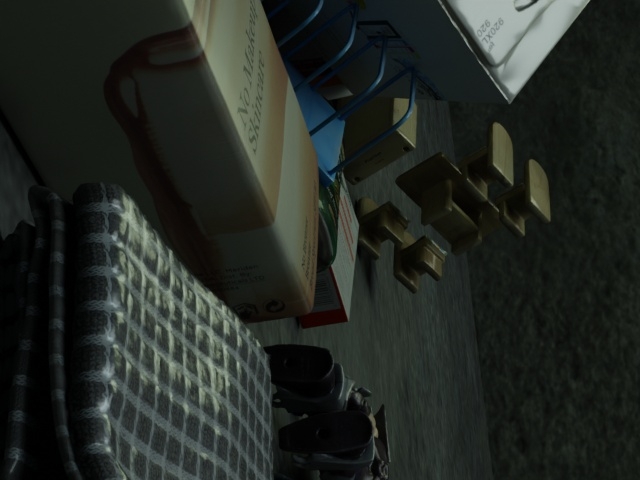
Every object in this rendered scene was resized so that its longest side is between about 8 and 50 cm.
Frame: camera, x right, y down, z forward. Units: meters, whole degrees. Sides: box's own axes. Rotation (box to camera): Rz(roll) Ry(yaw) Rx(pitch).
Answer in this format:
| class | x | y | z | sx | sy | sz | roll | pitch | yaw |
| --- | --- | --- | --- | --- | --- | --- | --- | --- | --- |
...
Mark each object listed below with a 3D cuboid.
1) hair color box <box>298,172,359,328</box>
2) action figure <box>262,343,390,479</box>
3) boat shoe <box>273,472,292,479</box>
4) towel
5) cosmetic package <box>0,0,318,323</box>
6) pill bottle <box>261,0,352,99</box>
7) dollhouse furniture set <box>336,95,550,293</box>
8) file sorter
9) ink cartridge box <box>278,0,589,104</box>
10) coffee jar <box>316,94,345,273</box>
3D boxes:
| class | x | y | z | sx | sy | sz | roll | pitch | yaw |
| --- | --- | --- | --- | --- | --- | --- | --- | --- | --- |
| hair color box | 0.000 | 0.000 | 1.497 | 0.167 | 0.053 | 0.093 | -80 | 157 | -54 |
| action figure | 0.012 | 0.189 | 1.329 | 0.285 | 0.099 | 0.185 | 69 | 9 | -60 |
| boat shoe | -0.042 | 0.225 | 0.968 | 0.254 | 0.095 | 0.079 | -49 | 152 | -77 |
| towel | -0.096 | 0.127 | 0.762 | 0.284 | 0.121 | 0.235 | 62 | 21 | -58 |
| cosmetic package | -0.097 | -0.090 | 0.891 | 0.296 | 0.129 | 0.153 | 67 | 19 | -49 |
| pill bottle | -0.004 | -0.259 | 1.495 | 0.121 | 0.121 | 0.221 | -63 | 143 | -71 |
| dollhouse furniture set | 0.132 | -0.095 | 1.840 | 0.242 | 0.212 | 0.161 | 42 | 34 | -29 |
| file sorter | -0.009 | -0.158 | 1.276 | 0.170 | 0.104 | 0.118 | 45 | 25 | -19 |
| ink cartridge box | 0.102 | -0.244 | 1.352 | 0.171 | 0.232 | 0.168 | -53 | 122 | -19 |
| coffee jar | -0.021 | -0.056 | 1.367 | 0.184 | 0.079 | 0.096 | -85 | 162 | -52 |
